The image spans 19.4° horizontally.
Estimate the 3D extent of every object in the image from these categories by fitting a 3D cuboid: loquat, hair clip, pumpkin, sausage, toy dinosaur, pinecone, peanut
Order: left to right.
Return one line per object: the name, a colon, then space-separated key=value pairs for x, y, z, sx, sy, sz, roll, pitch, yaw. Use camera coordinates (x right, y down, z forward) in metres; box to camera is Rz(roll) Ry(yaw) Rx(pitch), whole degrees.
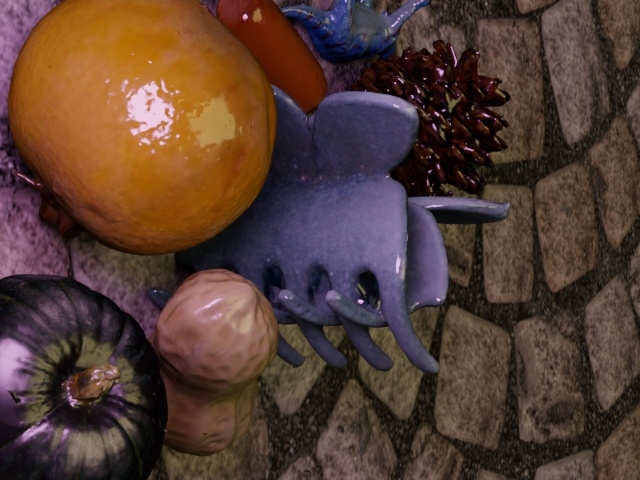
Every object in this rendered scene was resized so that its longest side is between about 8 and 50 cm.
pumpkin: x=-0.253 y=0.149 z=1.758 sx=0.250 sy=0.216 sz=0.249 roll=14 pitch=64 yaw=-32
loquat: x=-0.179 y=-0.111 z=1.843 sx=0.275 sy=0.275 sz=0.274 roll=2 pitch=87 yaw=-55
peanut: x=-0.121 y=0.125 z=1.917 sx=0.149 sy=0.313 sz=0.149 roll=8 pitch=60 yaw=-14
sausage: x=-0.054 y=-0.218 z=2.170 sx=0.197 sy=0.076 sz=0.076 roll=49 pitch=51 yaw=-43
hair clip: x=0.000 y=0.000 z=2.042 sx=0.392 sy=0.318 sz=0.238 roll=44 pitch=57 yaw=-48
toy dinosaur: x=0.043 y=-0.272 z=2.307 sx=0.329 sy=0.076 sz=0.144 roll=21 pitch=104 yaw=-54
pinecone: x=0.136 y=-0.141 z=2.301 sx=0.221 sy=0.221 sz=0.221 roll=2 pitch=87 yaw=-55
